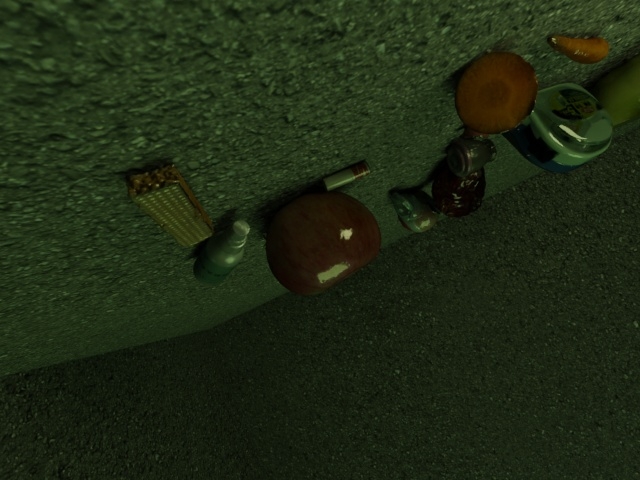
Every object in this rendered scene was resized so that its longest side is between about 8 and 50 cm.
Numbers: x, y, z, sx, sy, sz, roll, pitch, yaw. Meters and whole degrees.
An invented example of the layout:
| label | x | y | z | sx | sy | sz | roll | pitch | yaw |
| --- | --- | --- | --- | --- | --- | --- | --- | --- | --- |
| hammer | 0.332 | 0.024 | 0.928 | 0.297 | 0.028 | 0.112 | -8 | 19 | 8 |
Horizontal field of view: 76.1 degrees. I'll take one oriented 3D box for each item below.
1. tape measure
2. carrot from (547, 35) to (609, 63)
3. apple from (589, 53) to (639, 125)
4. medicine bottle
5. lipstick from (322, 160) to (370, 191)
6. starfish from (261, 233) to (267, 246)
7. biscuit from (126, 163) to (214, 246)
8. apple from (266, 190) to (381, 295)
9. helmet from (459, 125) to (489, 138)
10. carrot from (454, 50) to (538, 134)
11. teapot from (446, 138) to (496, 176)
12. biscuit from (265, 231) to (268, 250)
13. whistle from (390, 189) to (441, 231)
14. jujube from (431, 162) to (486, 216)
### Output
| label | x | y | z | sx | sy | sz | roll | pitch | yaw |
| --- | --- | --- | --- | --- | --- | --- | --- | --- | --- |
| tape measure | 0.716 | -0.338 | 1.220 | 0.260 | 0.262 | 0.138 | -22 | 159 | -16 |
| carrot | 0.590 | -0.440 | 0.941 | 0.257 | 0.061 | 0.061 | -14 | 166 | -33 |
| apple | 1.044 | -0.449 | 1.297 | 0.360 | 0.320 | 0.311 | -21 | 132 | -45 |
| medicine bottle | -0.280 | 0.033 | 1.182 | 0.110 | 0.110 | 0.352 | -17 | 167 | -34 |
| lipstick | 0.071 | -0.177 | 1.126 | 0.131 | 0.038 | 0.038 | -23 | 169 | -5 |
| starfish | -0.168 | 0.011 | 1.394 | 0.016 | 0.092 | 0.086 | -41 | 145 | 19 |
| biscuit | -0.298 | -0.058 | 0.855 | 0.094 | 0.054 | 0.378 | -22 | 169 | -9 |
| apple | 0.000 | 0.000 | 1.204 | 0.345 | 0.269 | 0.345 | -33 | 172 | -5 |
| helmet | 0.452 | -0.327 | 1.199 | 0.084 | 0.049 | 0.065 | -1 | -152 | 9 |
| carrot | 0.395 | -0.315 | 0.920 | 0.159 | 0.159 | 0.225 | -30 | 178 | 26 |
| teapot | 0.498 | -0.275 | 1.354 | 0.146 | 0.116 | 0.148 | -19 | 171 | -10 |
| biscuit | -0.101 | 0.003 | 1.349 | 0.182 | 0.034 | 0.215 | -15 | 133 | -36 |
| whistle | 0.375 | -0.127 | 1.704 | 0.189 | 0.189 | 0.348 | -31 | 157 | 30 |
| jujube | 0.537 | -0.214 | 1.578 | 0.217 | 0.216 | 0.342 | -25 | 163 | 4 |
